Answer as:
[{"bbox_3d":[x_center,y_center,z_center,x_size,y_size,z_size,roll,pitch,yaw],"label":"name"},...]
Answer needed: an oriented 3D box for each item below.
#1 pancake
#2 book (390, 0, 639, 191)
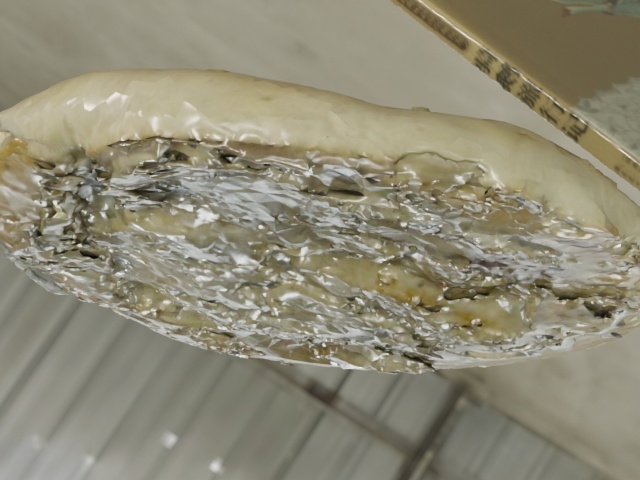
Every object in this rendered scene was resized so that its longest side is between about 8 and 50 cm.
[{"bbox_3d":[0.000,0.001,0.694,0.282,0.049,0.282,10,161,4],"label":"pancake"},{"bbox_3d":[0.203,-0.096,1.024,0.310,0.217,0.021,41,135,28],"label":"book"}]
